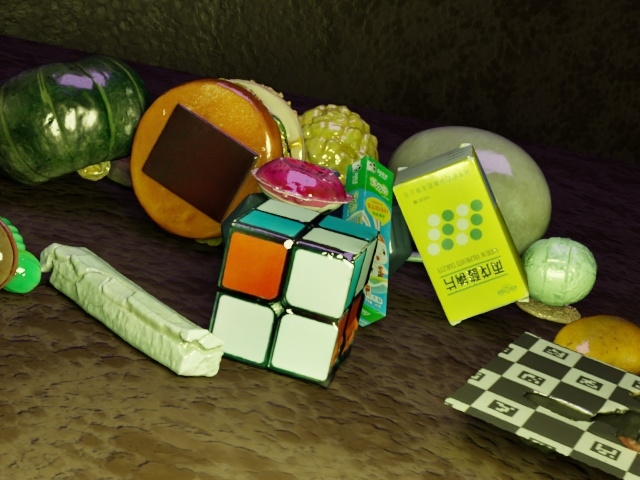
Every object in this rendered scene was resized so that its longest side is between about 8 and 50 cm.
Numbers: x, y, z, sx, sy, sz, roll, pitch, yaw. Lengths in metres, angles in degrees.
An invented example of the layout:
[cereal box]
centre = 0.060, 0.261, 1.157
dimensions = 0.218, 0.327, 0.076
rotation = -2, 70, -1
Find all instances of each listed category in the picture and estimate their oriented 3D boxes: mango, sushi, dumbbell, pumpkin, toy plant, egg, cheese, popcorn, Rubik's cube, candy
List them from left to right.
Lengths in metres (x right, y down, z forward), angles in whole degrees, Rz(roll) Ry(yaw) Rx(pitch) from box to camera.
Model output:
[toy plant]
centre = -0.420, 0.015, 1.475
dimensions = 0.143, 0.105, 0.200
rotation = 28, 7, 19
[pumpkin]
centre = -0.428, -0.194, 1.969
dimensions = 0.300, 0.207, 0.300
rotation = -18, 8, 3
[Rubik's cube]
centre = -0.032, 0.062, 1.500
dimensions = 0.167, 0.180, 0.183
rotation = 15, 17, 8
[cheese]
centre = -0.022, -0.086, 1.729
dimensions = 0.155, 0.062, 0.244
rotation = 18, 15, 4
[dumbbell]
centre = 0.000, 0.000, 1.832
dimensions = 0.160, 0.144, 0.325
rotation = 27, 20, 35
[popcorn]
centre = 0.003, -0.132, 2.220
dimensions = 0.212, 0.259, 0.259
rotation = -13, 27, -30
[egg]
centre = 0.266, -0.083, 2.162
dimensions = 0.258, 0.258, 0.352
rotation = 3, 12, -37
[candy]
centre = 0.251, 0.036, 2.015
dimensions = 0.440, 0.119, 0.119
rotation = 6, 13, 13
[mango]
centre = 0.411, 0.161, 1.731
dimensions = 0.178, 0.090, 0.115
rotation = -5, 30, -31
[sushi]
centre = 0.358, 0.242, 1.419
dimensions = 0.359, 0.064, 0.343
rotation = 22, 18, 20

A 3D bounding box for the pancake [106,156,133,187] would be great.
[pancake]
centre = -0.292, -0.133, 2.240
dimensions = 0.295, 0.049, 0.294
rotation = 12, 16, -4

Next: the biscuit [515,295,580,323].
[biscuit]
centre = 0.391, 0.117, 2.008
dimensions = 0.120, 0.015, 0.120
rotation = 13, 16, -4

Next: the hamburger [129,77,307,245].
[hamburger]
centre = -0.159, -0.135, 1.935
dimensions = 0.291, 0.291, 0.225
rotation = 18, 7, 15

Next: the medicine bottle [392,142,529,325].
[medicine bottle]
centre = 0.222, -0.012, 1.831
dimensions = 0.137, 0.250, 0.141
rotation = -22, 11, 10

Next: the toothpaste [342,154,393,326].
[toothpaste]
centre = 0.066, -0.002, 1.745
dimensions = 0.065, 0.050, 0.266
rotation = 31, 48, -31

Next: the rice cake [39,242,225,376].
[rice cake]
centre = -0.246, 0.080, 1.467
dimensions = 0.336, 0.063, 0.066
rotation = 25, 10, 41
